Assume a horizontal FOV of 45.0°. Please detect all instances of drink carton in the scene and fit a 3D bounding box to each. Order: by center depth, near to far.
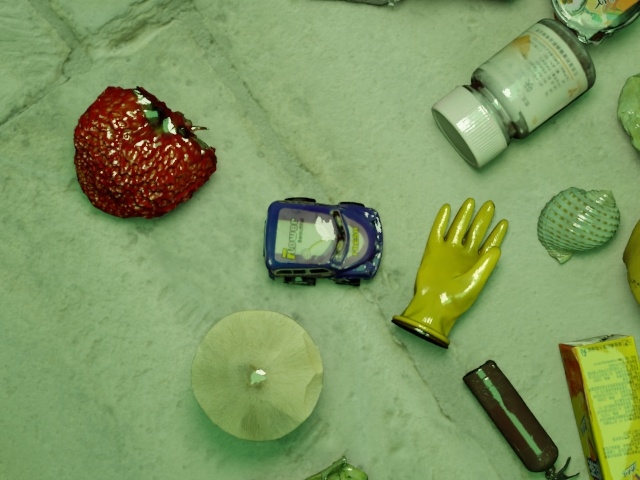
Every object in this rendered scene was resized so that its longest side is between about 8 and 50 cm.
[{"bbox_3d":[0.528,0.350,1.379,0.111,0.154,0.351,-11,83,6],"label":"drink carton"}]

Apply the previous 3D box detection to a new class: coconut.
[{"bbox_3d":[-0.112,0.244,1.410,0.237,0.266,0.237,0,78,1],"label":"coconut"}]

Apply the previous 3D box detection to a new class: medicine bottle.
[{"bbox_3d":[0.360,-0.274,1.452,0.273,0.165,0.165,-37,82,1],"label":"medicine bottle"}]

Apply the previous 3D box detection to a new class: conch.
[{"bbox_3d":[0.482,-0.040,1.453,0.153,0.102,0.135,-42,67,2],"label":"conch"}]

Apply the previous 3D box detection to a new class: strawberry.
[{"bbox_3d":[-0.351,-0.158,1.496,0.261,0.261,0.258,39,83,9],"label":"strawberry"}]

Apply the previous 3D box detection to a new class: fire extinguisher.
[{"bbox_3d":[0.378,0.344,1.445,0.089,0.072,0.268,-30,80,-33],"label":"fire extinguisher"}]

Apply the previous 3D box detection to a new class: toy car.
[{"bbox_3d":[0.000,0.000,1.472,0.235,0.158,0.172,2,85,7],"label":"toy car"}]

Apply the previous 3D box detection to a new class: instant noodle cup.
[{"bbox_3d":[0.518,-0.457,1.470,0.177,0.125,0.208,23,88,9],"label":"instant noodle cup"}]

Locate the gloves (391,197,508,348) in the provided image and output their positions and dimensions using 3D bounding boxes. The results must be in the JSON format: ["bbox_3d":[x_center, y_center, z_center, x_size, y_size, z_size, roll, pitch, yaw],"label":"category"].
[{"bbox_3d":[0.251,0.049,1.475,0.133,0.116,0.294,27,82,1],"label":"gloves"}]

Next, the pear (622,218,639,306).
[{"bbox_3d":[0.698,0.027,1.330,0.336,0.285,0.285,-29,82,3],"label":"pear"}]

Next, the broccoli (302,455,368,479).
[{"bbox_3d":[-0.015,0.530,1.390,0.321,0.304,0.283,34,59,6],"label":"broccoli"}]

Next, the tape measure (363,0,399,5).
[{"bbox_3d":[0.075,-0.571,1.539,0.236,0.120,0.197,8,84,3],"label":"tape measure"}]

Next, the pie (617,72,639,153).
[{"bbox_3d":[0.706,-0.222,1.418,0.306,0.071,0.306,-3,63,5],"label":"pie"}]
